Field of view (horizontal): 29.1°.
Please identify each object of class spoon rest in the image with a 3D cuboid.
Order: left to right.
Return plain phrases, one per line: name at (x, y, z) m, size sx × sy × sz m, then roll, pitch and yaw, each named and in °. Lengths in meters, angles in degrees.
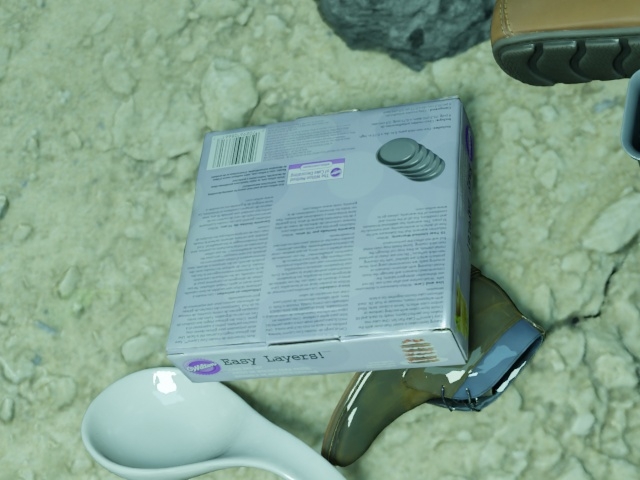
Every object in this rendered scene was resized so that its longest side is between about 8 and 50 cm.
spoon rest at (-0.086, 0.185, 1.083) m, size 0.276 × 0.084 × 0.137 m, roll 22°, pitch 42°, yaw 22°

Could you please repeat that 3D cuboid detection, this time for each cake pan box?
cake pan box at (0.000, 0.000, 1.090) m, size 0.267 × 0.070 × 0.245 m, roll -7°, pitch 53°, yaw 17°

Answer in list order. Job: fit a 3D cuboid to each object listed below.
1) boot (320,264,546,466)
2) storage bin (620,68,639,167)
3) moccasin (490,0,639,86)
boot at (0.097, 0.126, 1.067) m, size 0.106 × 0.082 × 0.219 m, roll 34°, pitch 85°, yaw 24°
storage bin at (0.330, -0.084, 1.053) m, size 0.135 × 0.091 × 0.098 m, roll 7°, pitch 78°, yaw 18°
moccasin at (0.338, -0.209, 1.061) m, size 0.380 × 0.139 × 0.147 m, roll 2°, pitch 70°, yaw 33°
